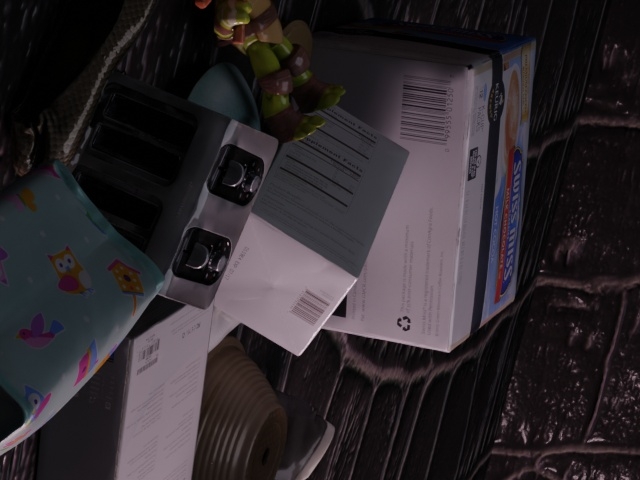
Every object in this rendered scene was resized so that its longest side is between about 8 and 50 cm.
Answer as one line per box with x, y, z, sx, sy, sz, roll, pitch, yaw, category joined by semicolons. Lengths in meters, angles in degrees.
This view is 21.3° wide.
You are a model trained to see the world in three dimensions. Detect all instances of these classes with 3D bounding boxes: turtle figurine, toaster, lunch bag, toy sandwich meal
-0.065;-0.205;1.675;0.217;0.087;0.269;62;19;-19;turtle figurine
-0.152;-0.052;1.470;0.168;0.185;0.110;-66;162;0;toaster
-0.273;0.089;1.216;0.262;0.160;0.223;-37;-175;32;lunch bag
-0.038;-0.210;1.896;0.085;0.029;0.085;-40;141;-42;toy sandwich meal

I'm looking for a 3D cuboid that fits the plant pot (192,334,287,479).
-0.109;0.227;1.905;0.237;0.109;0.237;16;90;-73;plant pot

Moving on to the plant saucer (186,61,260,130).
-0.099;-0.081;1.716;0.195;0.037;0.195;15;90;-73;plant saucer

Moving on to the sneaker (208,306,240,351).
-0.125;0.086;1.826;0.212;0.080;0.094;-29;144;-56;sneaker

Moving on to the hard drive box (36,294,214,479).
-0.189;0.162;1.650;0.181;0.089;0.232;-32;134;-63;hard drive box

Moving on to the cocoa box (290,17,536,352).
0.107;-0.076;2.038;0.228;0.231;0.347;-28;124;-60;cocoa box

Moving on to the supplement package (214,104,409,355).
-0.016;-0.023;1.815;0.139;0.134;0.244;-54;-173;39;supplement package

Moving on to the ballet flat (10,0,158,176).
-0.198;-0.166;1.407;0.058;0.084;0.250;33;75;-46;ballet flat

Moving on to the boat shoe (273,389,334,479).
-0.099;0.331;2.076;0.335;0.095;0.112;-59;-168;-31;boat shoe
